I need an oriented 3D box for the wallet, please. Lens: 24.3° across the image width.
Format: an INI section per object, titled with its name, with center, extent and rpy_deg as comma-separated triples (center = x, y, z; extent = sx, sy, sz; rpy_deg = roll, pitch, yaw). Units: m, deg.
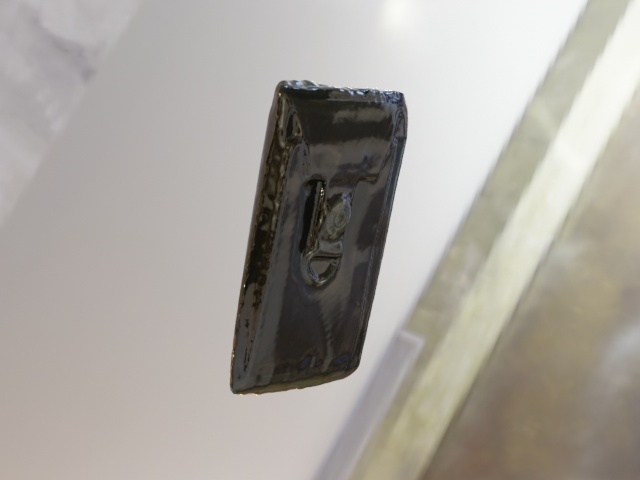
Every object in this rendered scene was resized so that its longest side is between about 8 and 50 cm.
[wallet]
center = 0.000, 0.000, 1.162
extent = 0.168, 0.052, 0.245
rpy_deg = -4, -74, -55
